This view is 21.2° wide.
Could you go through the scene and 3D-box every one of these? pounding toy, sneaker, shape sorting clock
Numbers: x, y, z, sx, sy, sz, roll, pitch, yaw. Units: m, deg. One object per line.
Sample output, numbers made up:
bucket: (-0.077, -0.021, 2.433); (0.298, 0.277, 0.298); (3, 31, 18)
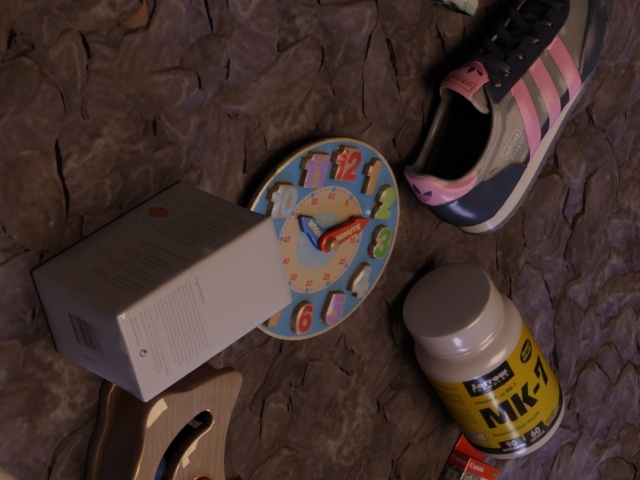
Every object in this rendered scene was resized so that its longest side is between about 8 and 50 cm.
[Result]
pounding toy: (-0.116, 0.243, 1.537); (0.154, 0.155, 0.270); (5, 103, -40)
sneaker: (0.188, -0.165, 1.698); (0.131, 0.112, 0.319); (25, 87, -49)
sneaker: (0.126, -0.263, 1.657); (0.098, 0.038, 0.069); (14, 95, -55)
shape sorting clock: (0.000, 0.000, 1.635); (0.206, 0.040, 0.206); (-18, 118, -38)

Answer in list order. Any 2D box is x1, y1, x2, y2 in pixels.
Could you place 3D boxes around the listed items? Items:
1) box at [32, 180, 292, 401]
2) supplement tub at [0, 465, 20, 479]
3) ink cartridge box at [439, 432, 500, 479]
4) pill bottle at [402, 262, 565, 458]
box: (-0.133, 0.040, 1.458); (0.170, 0.130, 0.091); (-33, 126, -30)
supplement tub: (-0.339, 0.201, 1.222); (0.191, 0.272, 0.191); (-18, 118, -38)
ink cartridge box: (0.167, 0.262, 1.907); (0.063, 0.029, 0.115); (28, 86, -46)
pill bottle: (0.170, 0.126, 1.793); (0.119, 0.119, 0.208); (-49, 133, -18)
